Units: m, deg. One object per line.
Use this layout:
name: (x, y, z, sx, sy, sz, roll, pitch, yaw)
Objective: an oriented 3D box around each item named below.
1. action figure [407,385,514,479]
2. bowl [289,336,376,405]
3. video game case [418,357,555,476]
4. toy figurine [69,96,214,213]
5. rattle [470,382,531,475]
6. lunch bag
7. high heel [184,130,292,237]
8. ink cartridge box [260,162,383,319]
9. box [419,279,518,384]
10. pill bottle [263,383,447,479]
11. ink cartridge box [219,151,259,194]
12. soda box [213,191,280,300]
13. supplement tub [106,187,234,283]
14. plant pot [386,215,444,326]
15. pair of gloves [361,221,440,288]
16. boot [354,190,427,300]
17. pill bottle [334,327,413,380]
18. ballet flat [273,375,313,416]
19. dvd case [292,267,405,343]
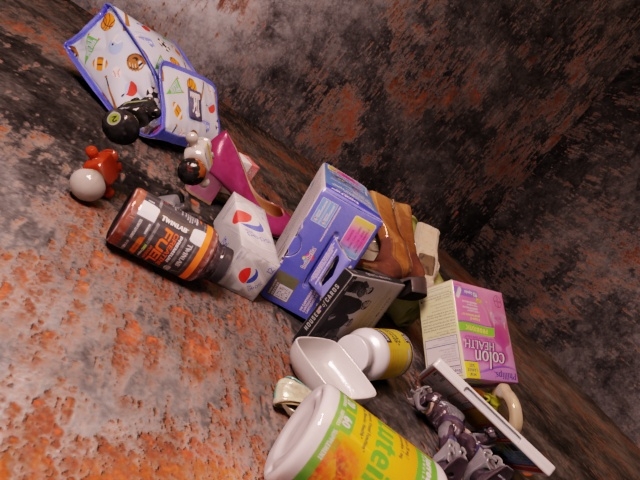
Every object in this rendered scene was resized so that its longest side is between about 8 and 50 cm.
action figure: (0.261, 0.369, 0.929, 0.185, 0.099, 0.285, 27, 10, -2)
bowl: (0.014, 0.234, 0.836, 0.142, 0.053, 0.142, 18, 24, -51)
video game case: (0.336, 0.375, 1.031, 0.285, 0.025, 0.204, 44, -15, 17)
toy figurine: (-0.312, -0.129, 0.872, 0.210, 0.213, 0.148, 36, 23, -19)
rattle: (0.403, 0.435, 1.126, 0.143, 0.130, 0.199, 19, 47, -24)
lunch bag: (-0.482, -0.448, 1.432, 0.385, 0.239, 0.328, 56, 16, 7)
high heel: (-0.159, -0.132, 1.298, 0.377, 0.181, 0.127, 25, 19, -40)
ink cartridge box: (0.000, 0.000, 1.091, 0.151, 0.269, 0.395, 29, 15, -7)
box: (0.376, 0.245, 1.242, 0.214, 0.117, 0.242, 16, 62, -34)
pill bottle: (0.066, 0.299, 0.585, 0.246, 0.136, 0.136, 37, 14, -3)
ink cartridge box: (-0.279, -0.201, 1.357, 0.067, 0.115, 0.198, 46, 16, 27)
soda box: (-0.166, 0.002, 1.037, 0.091, 0.098, 0.286, 31, 16, -25)
supplement tub: (-0.248, 0.001, 0.824, 0.198, 0.106, 0.106, 31, 16, -24)
plant pot: (0.237, 0.106, 1.436, 0.276, 0.276, 0.253, 17, 37, -54)
pair of gloves: (0.213, 0.030, 1.316, 0.240, 0.042, 0.204, 14, 60, -9)
boot: (0.158, -0.007, 1.203, 0.264, 0.096, 0.280, 12, 59, -32)
pill bottle: (0.107, 0.229, 0.976, 0.103, 0.103, 0.184, 47, 16, 31)
ballet flat: (-0.001, 0.267, 0.731, 0.168, 0.057, 0.052, 32, 43, -9)
dvd case: (0.066, 0.143, 0.987, 0.029, 0.179, 0.239, 43, 14, 31)
